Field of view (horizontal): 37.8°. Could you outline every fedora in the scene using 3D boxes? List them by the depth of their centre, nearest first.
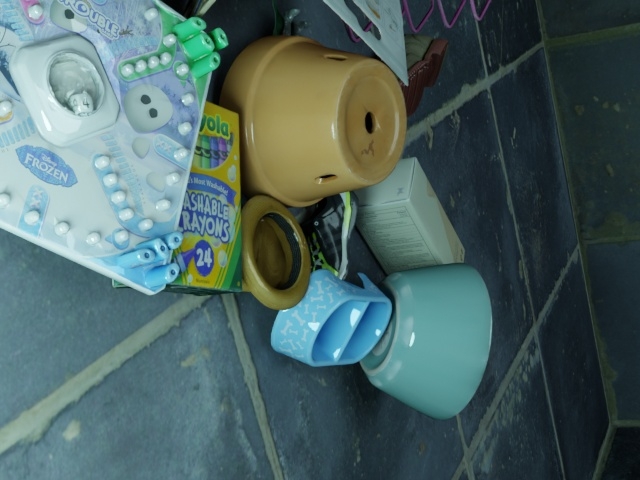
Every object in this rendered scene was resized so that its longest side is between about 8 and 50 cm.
[{"bbox_3d":[-0.094,0.025,1.480,0.194,0.079,0.194,31,49,-44],"label":"fedora"}]

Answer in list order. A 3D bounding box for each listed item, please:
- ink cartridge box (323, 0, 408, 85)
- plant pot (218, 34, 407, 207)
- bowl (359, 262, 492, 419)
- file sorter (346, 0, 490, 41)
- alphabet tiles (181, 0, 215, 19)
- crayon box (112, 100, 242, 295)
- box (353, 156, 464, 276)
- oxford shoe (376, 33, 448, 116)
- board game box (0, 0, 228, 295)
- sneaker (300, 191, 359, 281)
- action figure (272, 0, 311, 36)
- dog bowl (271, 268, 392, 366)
[{"bbox_3d":[0.022,-0.465,1.548,0.308,0.091,0.385,34,44,-49],"label":"ink cartridge box"},{"bbox_3d":[0.005,-0.194,1.528,0.291,0.203,0.291,-8,100,-52],"label":"plant pot"},{"bbox_3d":[0.179,0.179,1.802,0.163,0.311,0.311,13,68,-21],"label":"bowl"},{"bbox_3d":[0.197,-0.541,1.945,0.202,0.290,0.182,-60,138,-48],"label":"file sorter"},{"bbox_3d":[-0.114,-0.432,1.296,0.011,0.342,0.285,25,74,-19],"label":"alphabet tiles"},{"bbox_3d":[-0.199,-0.090,1.317,0.203,0.083,0.323,12,73,-61],"label":"crayon box"},{"bbox_3d":[0.184,-0.021,1.965,0.311,0.148,0.121,57,36,-43],"label":"box"},{"bbox_3d":[0.174,-0.366,2.058,0.348,0.130,0.123,-50,158,-55],"label":"oxford shoe"},{"bbox_3d":[-0.288,-0.183,1.098,0.390,0.050,0.390,30,57,-39],"label":"board game box"},{"bbox_3d":[0.000,0.000,1.712,0.097,0.084,0.235,19,67,-24],"label":"sneaker"},{"bbox_3d":[-0.057,-0.290,1.658,0.137,0.063,0.232,31,61,-61],"label":"action figure"},{"bbox_3d":[0.030,0.142,1.627,0.297,0.074,0.166,11,109,-61],"label":"dog bowl"}]
